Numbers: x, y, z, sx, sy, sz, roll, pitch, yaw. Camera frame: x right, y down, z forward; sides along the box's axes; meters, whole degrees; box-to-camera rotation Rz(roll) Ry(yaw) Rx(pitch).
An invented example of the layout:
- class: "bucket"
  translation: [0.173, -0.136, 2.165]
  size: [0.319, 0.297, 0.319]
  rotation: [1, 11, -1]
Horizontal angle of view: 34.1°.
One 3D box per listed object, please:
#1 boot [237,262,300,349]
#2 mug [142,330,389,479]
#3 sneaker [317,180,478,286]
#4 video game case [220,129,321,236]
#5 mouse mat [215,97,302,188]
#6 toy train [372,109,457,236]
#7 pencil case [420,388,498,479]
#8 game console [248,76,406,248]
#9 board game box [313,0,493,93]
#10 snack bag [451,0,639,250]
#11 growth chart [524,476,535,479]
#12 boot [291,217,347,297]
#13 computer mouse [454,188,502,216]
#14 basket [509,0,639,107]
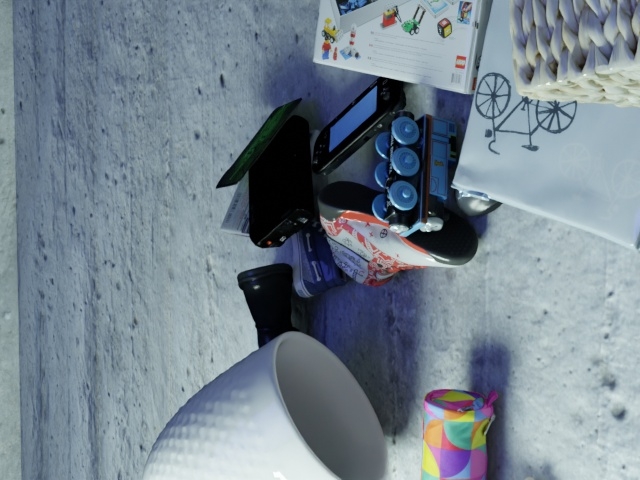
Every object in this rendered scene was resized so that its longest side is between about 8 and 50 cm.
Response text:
- class: "boot"
  translation: [-0.069, 0.160, 1.756]
  size: [0.246, 0.094, 0.207]
  rotation: [87, 170, -74]
- class: "mug"
  translation: [-0.074, 0.371, 1.640]
  size: [0.328, 0.374, 0.276]
  rotation: [-35, 27, 21]
- class: "sneaker"
  translation: [0.119, 0.012, 1.547]
  size: [0.270, 0.090, 0.145]
  rotation: [21, 141, 32]
- class: "video game case"
  translation: [-0.086, -0.099, 1.810]
  size: [0.183, 0.023, 0.201]
  rotation: [9, 74, 56]
- class: "mouse mat"
  translation: [-0.108, -0.166, 1.793]
  size: [0.190, 0.007, 0.152]
  rotation: [-53, 16, -13]
- class: "toy train"
  translation: [0.134, -0.093, 1.455]
  size: [0.080, 0.105, 0.184]
  rotation: [141, 137, -61]
- class: "pencil case"
  translation: [0.188, 0.322, 1.450]
  size: [0.104, 0.104, 0.236]
  rotation: [16, 106, 54]
- class: "game console"
  translation: [0.004, -0.151, 1.652]
  size: [0.361, 0.044, 0.213]
  rotation: [-39, 39, 34]
- class: "board game box"
  translation: [0.119, -0.329, 1.492]
  size: [0.305, 0.053, 0.193]
  rotation: [21, 110, 42]
- class: "snack bag"
  translation: [0.310, -0.182, 1.256]
  size: [0.323, 0.037, 0.343]
  rotation: [24, 107, 49]
- class: "growth chart"
  translation: [0.221, 0.416, 1.361]
  size: [0.237, 0.021, 0.172]
  rotation: [-37, 60, 13]
- class: "boot"
  translation: [0.000, 0.000, 1.741]
  size: [0.086, 0.069, 0.190]
  rotation: [-17, 64, 23]
- class: "computer mouse"
  translation: [0.246, -0.115, 1.378]
  size: [0.242, 0.041, 0.071]
  rotation: [-55, 49, 41]
- class: "basket"
  translation: [0.358, -0.284, 0.930]
  size: [0.266, 0.328, 0.331]
  rotation: [-10, 83, 51]
